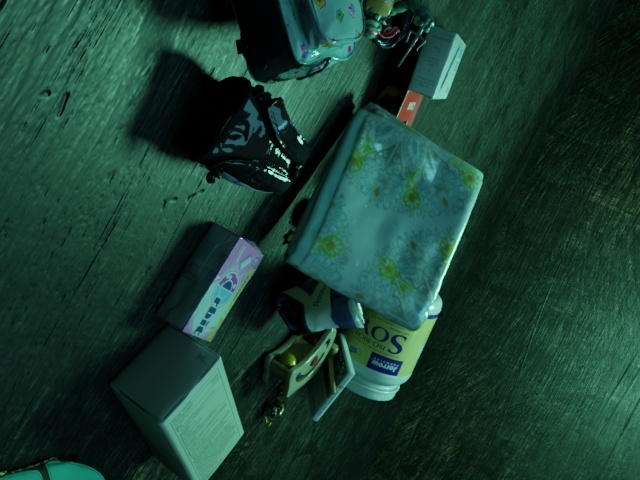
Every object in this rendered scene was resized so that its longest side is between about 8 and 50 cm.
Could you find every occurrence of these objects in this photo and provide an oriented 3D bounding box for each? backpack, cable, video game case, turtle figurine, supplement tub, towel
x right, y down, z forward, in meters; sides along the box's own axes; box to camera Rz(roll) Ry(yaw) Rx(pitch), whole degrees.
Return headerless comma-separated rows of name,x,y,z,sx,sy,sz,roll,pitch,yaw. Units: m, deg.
backpack,-0.099,-0.146,0.906,0.152,0.115,0.182,-50,145,9
cable,0.162,-0.458,1.210,0.184,0.047,0.150,-44,151,-38
video game case,0.022,0.362,1.666,0.173,0.022,0.190,-54,-162,15
turtle figurine,0.109,-0.428,1.055,0.175,0.118,0.234,6,115,-22
supplement tub,0.187,0.271,1.818,0.241,0.241,0.331,-7,121,-63
towel,0.138,-0.051,1.253,0.374,0.320,0.090,-64,-166,-13
backpack,-0.024,-0.307,0.836,0.188,0.144,0.166,-32,104,-63

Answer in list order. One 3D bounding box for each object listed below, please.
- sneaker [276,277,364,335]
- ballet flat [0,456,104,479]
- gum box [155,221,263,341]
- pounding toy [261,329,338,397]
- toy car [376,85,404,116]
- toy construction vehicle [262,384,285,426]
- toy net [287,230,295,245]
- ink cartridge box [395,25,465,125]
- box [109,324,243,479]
sneaker,-0.004,0.117,1.398,0.315,0.182,0.127,-80,154,-72
ballet flat,-0.414,0.365,0.889,0.077,0.091,0.241,-33,154,9
gum box,-0.180,0.068,1.047,0.188,0.062,0.107,-59,157,-8
pounding toy,-0.010,0.289,1.532,0.269,0.155,0.154,-24,139,-59
toy car,0.146,-0.305,1.385,0.122,0.060,0.040,101,-21,-71
toy construction vehicle,-0.118,0.431,1.628,0.086,0.035,0.098,-53,160,-49
toy net,0.000,0.000,1.375,0.122,0.045,0.232,-60,157,-9
ink cartridge box,0.245,-0.339,1.417,0.296,0.066,0.261,-37,149,-69
box,-0.241,0.303,1.102,0.148,0.121,0.311,-47,153,-32
